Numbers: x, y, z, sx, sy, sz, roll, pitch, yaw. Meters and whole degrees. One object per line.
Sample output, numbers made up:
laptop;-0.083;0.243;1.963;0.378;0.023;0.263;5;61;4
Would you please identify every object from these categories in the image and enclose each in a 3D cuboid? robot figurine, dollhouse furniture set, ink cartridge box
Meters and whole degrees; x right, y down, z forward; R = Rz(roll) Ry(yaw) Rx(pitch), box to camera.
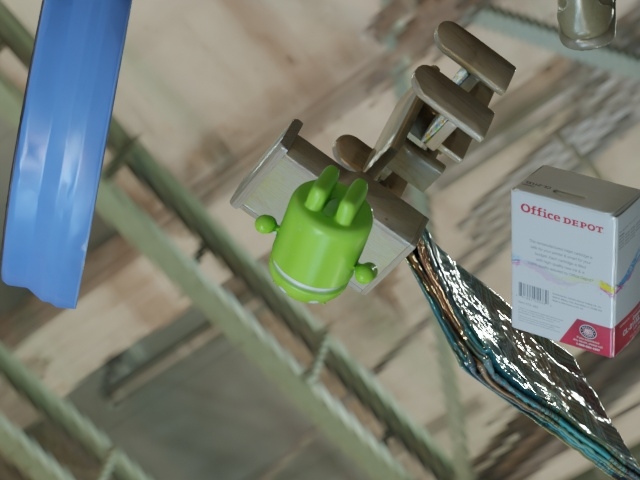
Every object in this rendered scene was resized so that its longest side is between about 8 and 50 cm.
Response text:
robot figurine;0.000;0.000;1.373;0.101;0.115;0.067;25;-142;4
dollhouse furniture set;0.043;-0.094;1.763;0.161;0.212;0.242;35;-134;-8
ink cartridge box;0.275;0.021;1.907;0.072;0.127;0.175;-35;-48;-44

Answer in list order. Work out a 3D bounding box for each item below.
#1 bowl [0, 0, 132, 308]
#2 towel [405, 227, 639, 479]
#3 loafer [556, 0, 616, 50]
bowl;-0.227;-0.134;1.648;0.077;0.391;0.391;10;-136;-7
towel;0.248;0.142;2.172;0.370;0.040;0.271;37;-162;-38
loafer;0.196;-0.205;1.311;0.050;0.056;0.148;79;-172;-50
